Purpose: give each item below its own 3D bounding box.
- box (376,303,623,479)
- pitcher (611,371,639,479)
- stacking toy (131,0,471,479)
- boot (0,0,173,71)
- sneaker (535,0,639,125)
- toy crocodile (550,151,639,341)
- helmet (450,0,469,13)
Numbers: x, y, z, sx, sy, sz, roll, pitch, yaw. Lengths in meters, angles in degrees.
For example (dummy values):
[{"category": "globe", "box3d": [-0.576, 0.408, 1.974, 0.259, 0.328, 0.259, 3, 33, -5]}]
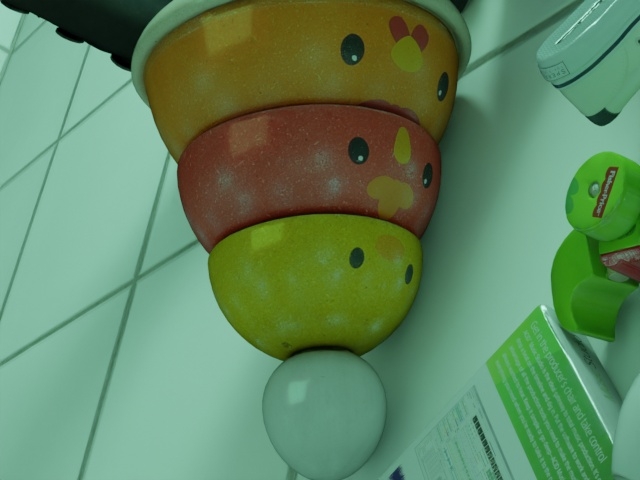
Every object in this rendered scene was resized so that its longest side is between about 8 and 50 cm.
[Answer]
[{"category": "box", "box3d": [0.123, 0.236, 1.142, 0.322, 0.058, 0.232, -51, 28, 21]}, {"category": "pitcher", "box3d": [0.278, 0.094, 0.964, 0.207, 0.125, 0.178, -53, 5, -9]}, {"category": "stacking toy", "box3d": [0.000, 0.000, 1.417, 0.350, 0.350, 0.480, -29, 59, 46]}, {"category": "boot", "box3d": [-0.234, -0.271, 1.825, 0.146, 0.445, 0.367, -58, 27, 6]}, {"category": "sneaker", "box3d": [0.295, -0.202, 1.246, 0.258, 0.091, 0.094, -42, 19, -11]}, {"category": "toy crocodile", "box3d": [0.290, -0.029, 1.050, 0.340, 0.115, 0.105, -34, 43, 45]}, {"category": "helmet", "box3d": [0.095, -0.319, 1.638, 0.169, 0.169, 0.161, -45, 14, 29]}]
